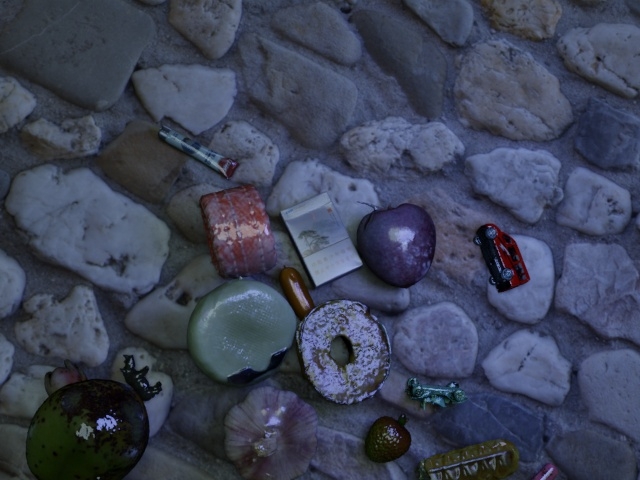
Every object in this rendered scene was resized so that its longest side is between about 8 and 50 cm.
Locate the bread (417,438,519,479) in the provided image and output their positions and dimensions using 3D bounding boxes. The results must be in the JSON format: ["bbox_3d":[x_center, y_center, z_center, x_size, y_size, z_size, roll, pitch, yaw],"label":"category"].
[{"bbox_3d":[0.388,0.583,1.823,0.269,0.098,0.087,-12,119,-10],"label":"bread"}]

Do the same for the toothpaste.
[{"bbox_3d":[-0.343,-0.249,1.972,0.239,0.039,0.062,29,67,-1],"label":"toothpaste"}]

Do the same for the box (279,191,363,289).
[{"bbox_3d":[-0.001,-0.001,1.935,0.149,0.067,0.233,-23,80,-14],"label":"box"}]

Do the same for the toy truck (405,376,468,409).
[{"bbox_3d":[0.305,0.414,1.865,0.154,0.080,0.078,6,96,-5],"label":"toy truck"}]

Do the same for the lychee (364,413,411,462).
[{"bbox_3d":[0.175,0.505,1.802,0.114,0.114,0.146,41,89,4],"label":"lychee"}]

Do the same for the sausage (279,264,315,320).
[{"bbox_3d":[-0.061,0.148,1.896,0.062,0.054,0.183,-27,82,16],"label":"sausage"}]

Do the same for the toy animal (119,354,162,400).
[{"bbox_3d":[-0.465,0.346,1.799,0.065,0.047,0.136,-37,88,-6],"label":"toy animal"}]

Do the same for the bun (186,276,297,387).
[{"bbox_3d":[-0.213,0.229,1.799,0.283,0.179,0.284,-2,95,-25],"label":"bun"}]

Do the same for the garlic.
[{"bbox_3d":[-0.125,0.479,1.706,0.244,0.253,0.245,0,81,0],"label":"garlic"}]

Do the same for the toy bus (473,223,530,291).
[{"bbox_3d":[0.510,0.042,1.982,0.089,0.081,0.195,-15,78,-20],"label":"toy bus"}]

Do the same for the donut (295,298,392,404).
[{"bbox_3d":[0.050,0.288,1.836,0.271,0.107,0.272,4,76,-18],"label":"donut"}]

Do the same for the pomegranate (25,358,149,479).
[{"bbox_3d":[-0.563,0.420,1.680,0.284,0.285,0.341,-28,54,-13],"label":"pomegranate"}]

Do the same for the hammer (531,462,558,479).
[{"bbox_3d":[0.592,0.626,1.860,0.083,0.043,0.043,-42,84,-16],"label":"hammer"}]

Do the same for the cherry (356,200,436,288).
[{"bbox_3d":[0.208,0.000,1.902,0.213,0.183,0.266,-17,94,-2],"label":"cherry"}]

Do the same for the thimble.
[{"bbox_3d":[-0.213,-0.022,1.830,0.162,0.239,0.239,-14,78,-13],"label":"thimble"}]
